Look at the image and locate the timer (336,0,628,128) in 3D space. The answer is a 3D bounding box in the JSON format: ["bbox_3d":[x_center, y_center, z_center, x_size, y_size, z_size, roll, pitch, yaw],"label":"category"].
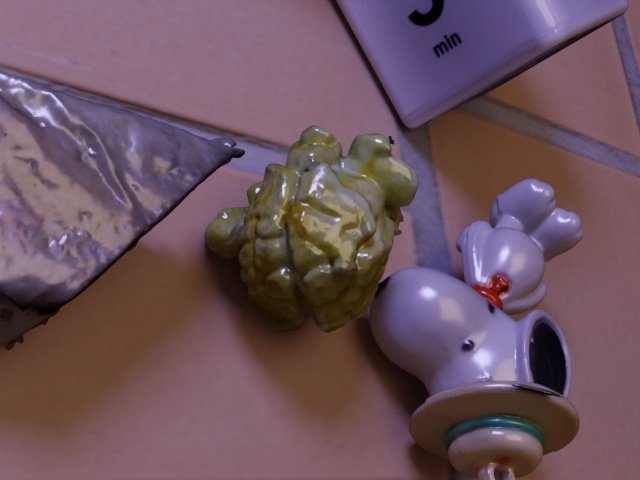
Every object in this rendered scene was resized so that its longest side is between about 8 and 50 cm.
[{"bbox_3d":[0.150,-0.251,0.906,0.194,0.192,0.195,-29,91,-47],"label":"timer"}]

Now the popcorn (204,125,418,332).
[{"bbox_3d":[0.000,0.000,0.687,0.135,0.162,0.141,-115,-172,-50],"label":"popcorn"}]

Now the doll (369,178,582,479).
[{"bbox_3d":[0.167,0.071,0.800,0.271,0.144,0.208,-27,80,-42],"label":"doll"}]

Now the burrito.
[{"bbox_3d":[-0.209,-0.028,0.527,0.347,0.107,0.175,17,74,-35],"label":"burrito"}]
